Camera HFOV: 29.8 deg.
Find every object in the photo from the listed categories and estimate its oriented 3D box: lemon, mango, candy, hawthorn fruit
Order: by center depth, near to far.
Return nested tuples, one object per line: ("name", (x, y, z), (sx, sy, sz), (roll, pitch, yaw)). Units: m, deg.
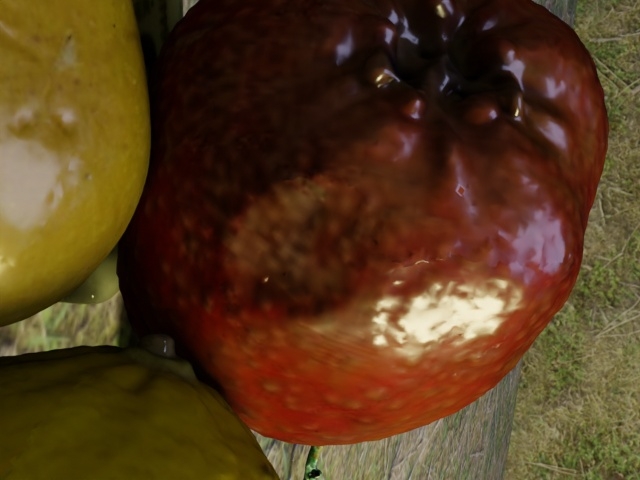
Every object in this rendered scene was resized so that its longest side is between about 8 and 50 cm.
("mango", (-0.120, -0.067, 0.410), (0.137, 0.098, 0.195), (17, 75, -41))
("lemon", (-0.102, 0.141, 0.429), (0.192, 0.192, 0.231), (44, 63, -69))
("hawthorn fruit", (0.005, -0.009, 0.521), (0.253, 0.205, 0.205), (-52, -164, 56))
("candy", (-0.009, 0.196, 1.005), (0.055, 0.049, 0.185), (2, -106, 63))

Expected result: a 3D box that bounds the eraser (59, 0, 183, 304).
("eraser", (-0.104, -0.070, 0.547), (0.117, 0.058, 0.172), (-51, 145, -60))
